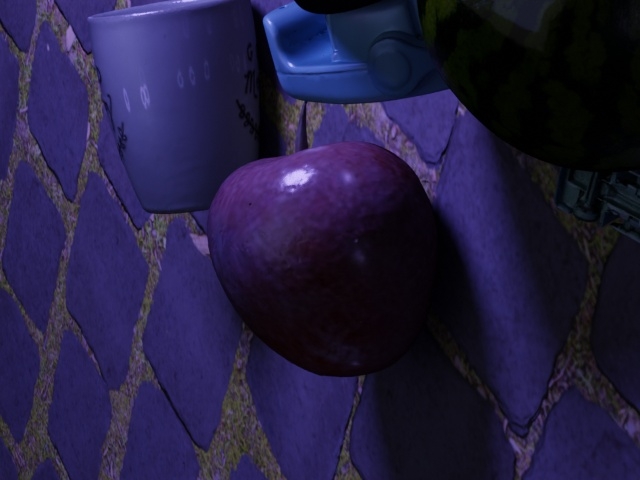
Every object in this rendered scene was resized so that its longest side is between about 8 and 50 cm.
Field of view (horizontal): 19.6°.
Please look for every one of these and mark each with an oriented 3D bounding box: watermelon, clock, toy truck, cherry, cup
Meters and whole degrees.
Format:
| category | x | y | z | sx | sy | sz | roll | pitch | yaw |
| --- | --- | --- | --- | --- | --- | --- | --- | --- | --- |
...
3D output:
| category | x | y | z | sx | sy | sz | roll | pitch | yaw |
| --- | --- | --- | --- | --- | --- | --- | --- | --- | --- |
| watermelon | 0.211 | -0.190 | 1.337 | 0.285 | 0.285 | 0.285 | 19 | 112 | 59 |
| clock | 0.103 | -0.194 | 1.593 | 0.274 | 0.223 | 0.094 | 4 | 116 | 55 |
| toy truck | 0.278 | -0.027 | 1.484 | 0.175 | 0.081 | 0.067 | 31 | 125 | 33 |
| cherry | 0.000 | 0.000 | 1.831 | 0.236 | 0.213 | 0.285 | -161 | 58 | -68 |
| cup | -0.156 | -0.165 | 2.153 | 0.258 | 0.186 | 0.234 | -90 | -8 | -77 |

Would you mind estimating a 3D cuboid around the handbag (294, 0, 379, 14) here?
| category | x | y | z | sx | sy | sz | roll | pitch | yaw |
| --- | --- | --- | --- | --- | --- | --- | --- | --- | --- |
| handbag | 0.081 | -0.301 | 1.557 | 0.253 | 0.308 | 0.093 | -17 | 114 | 36 |
